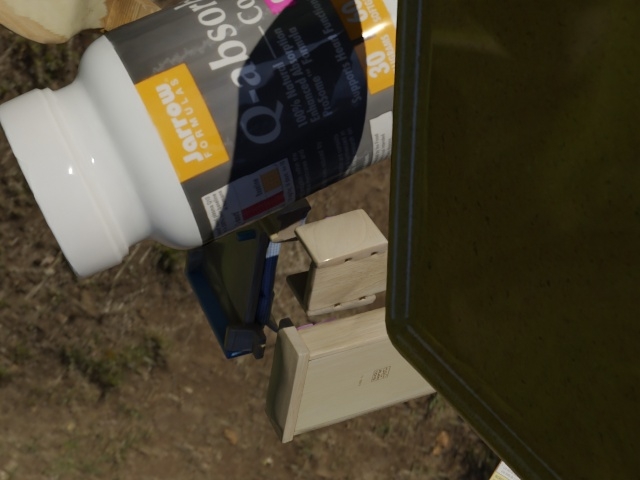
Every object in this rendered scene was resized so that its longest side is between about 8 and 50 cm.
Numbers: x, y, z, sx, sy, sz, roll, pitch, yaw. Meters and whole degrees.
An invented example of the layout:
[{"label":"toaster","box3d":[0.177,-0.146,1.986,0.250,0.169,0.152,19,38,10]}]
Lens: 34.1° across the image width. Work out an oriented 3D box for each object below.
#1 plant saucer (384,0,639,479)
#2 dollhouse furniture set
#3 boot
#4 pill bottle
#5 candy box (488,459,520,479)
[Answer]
[{"label":"plant saucer","box3d":[0.112,-0.020,0.419,0.081,0.333,0.333,-8,113,-20]},{"label":"dollhouse furniture set","box3d":[0.000,0.000,1.086,0.198,0.303,0.286,-13,138,-25]},{"label":"boot","box3d":[-0.337,-0.306,1.228,0.211,0.295,0.104,34,107,36]},{"label":"pill bottle","box3d":[-0.070,-0.090,0.736,0.278,0.162,0.162,-26,117,-11]},{"label":"candy box","box3d":[0.247,0.296,1.186,0.087,0.316,0.183,28,166,27]}]
